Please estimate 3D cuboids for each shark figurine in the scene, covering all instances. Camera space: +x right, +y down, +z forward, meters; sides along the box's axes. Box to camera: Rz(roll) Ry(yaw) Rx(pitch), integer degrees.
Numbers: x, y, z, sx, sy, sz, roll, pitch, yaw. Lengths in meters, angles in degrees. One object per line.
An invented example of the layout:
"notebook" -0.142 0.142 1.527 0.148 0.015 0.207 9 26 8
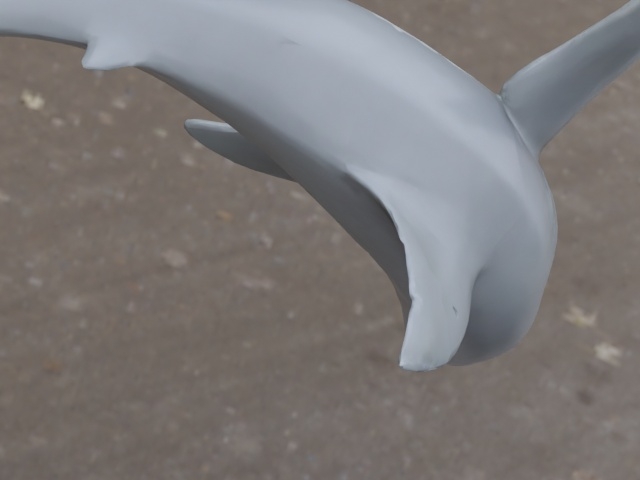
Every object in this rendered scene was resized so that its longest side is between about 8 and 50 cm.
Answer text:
"shark figurine" -0.008 -0.015 0.428 0.278 0.166 0.116 21 49 -32
